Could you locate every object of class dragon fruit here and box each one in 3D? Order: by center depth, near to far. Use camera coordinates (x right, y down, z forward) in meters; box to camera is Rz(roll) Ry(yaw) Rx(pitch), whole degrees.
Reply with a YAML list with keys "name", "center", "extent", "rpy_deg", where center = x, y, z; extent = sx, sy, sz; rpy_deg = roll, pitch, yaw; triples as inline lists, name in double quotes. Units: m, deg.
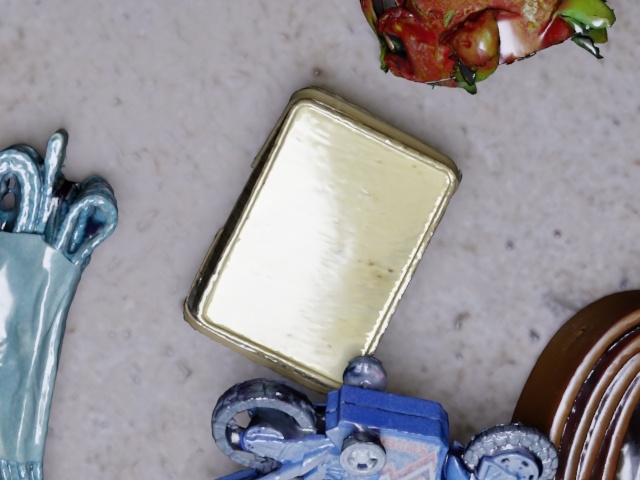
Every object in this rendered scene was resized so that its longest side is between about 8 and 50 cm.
- name: "dragon fruit"
  center: [0.080, -0.143, 1.138]
  extent: [0.142, 0.138, 0.175]
  rpy_deg: [-44, 85, 23]

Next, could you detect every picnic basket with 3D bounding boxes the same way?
- name: "picnic basket"
  center: [0.000, 0.000, 1.171]
  extent: [0.115, 0.079, 0.164]
  rpy_deg: [28, 93, -8]

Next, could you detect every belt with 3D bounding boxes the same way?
- name: "belt"
  center: [-0.182, 0.082, 1.168]
  extent: [0.087, 0.072, 0.302]
  rpy_deg: [11, 96, -2]
- name: "belt"
  center: [0.209, 0.163, 1.191]
  extent: [0.184, 0.105, 0.261]
  rpy_deg: [8, 94, -7]

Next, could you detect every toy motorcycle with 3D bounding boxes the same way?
- name: "toy motorcycle"
  center: [0.032, 0.135, 1.132]
  extent: [0.205, 0.076, 0.114]
  rpy_deg: [9, 128, -5]
